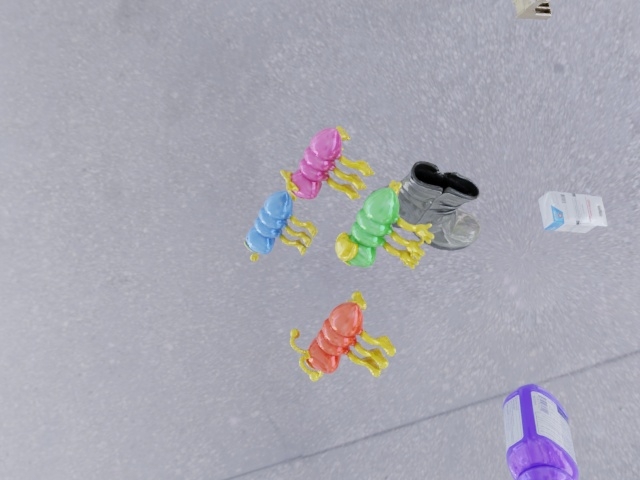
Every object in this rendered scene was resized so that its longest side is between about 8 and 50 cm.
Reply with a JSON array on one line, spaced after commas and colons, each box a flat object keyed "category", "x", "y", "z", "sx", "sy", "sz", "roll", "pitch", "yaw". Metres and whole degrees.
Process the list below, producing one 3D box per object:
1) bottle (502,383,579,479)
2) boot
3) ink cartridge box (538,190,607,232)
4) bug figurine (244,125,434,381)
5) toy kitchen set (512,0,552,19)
[{"category": "bottle", "x": 0.358, "y": 0.355, "z": 1.123, "sx": 0.118, "sy": 0.283, "sz": 0.092, "roll": 42, "pitch": 116, "yaw": -9}, {"category": "boot", "x": 0.219, "y": -0.055, "z": 1.197, "sx": 0.161, "sy": 0.246, "sz": 0.084, "roll": -27, "pitch": 53, "yaw": 55}, {"category": "ink cartridge box", "x": 0.346, "y": -0.038, "z": 0.952, "sx": 0.083, "sy": 0.028, "sz": 0.048, "roll": 5, "pitch": 66, "yaw": -14}, {"category": "bug figurine", "x": 0.000, "y": 0.000, "z": 0.735, "sx": 0.216, "sy": 0.072, "sz": 0.279, "roll": -62, "pitch": 40, "yaw": 27}, {"category": "toy kitchen set", "x": 0.393, "y": -0.445, "z": 1.233, "sx": 0.075, "sy": 0.083, "sz": 0.068, "roll": -5, "pitch": 80, "yaw": -23}]
